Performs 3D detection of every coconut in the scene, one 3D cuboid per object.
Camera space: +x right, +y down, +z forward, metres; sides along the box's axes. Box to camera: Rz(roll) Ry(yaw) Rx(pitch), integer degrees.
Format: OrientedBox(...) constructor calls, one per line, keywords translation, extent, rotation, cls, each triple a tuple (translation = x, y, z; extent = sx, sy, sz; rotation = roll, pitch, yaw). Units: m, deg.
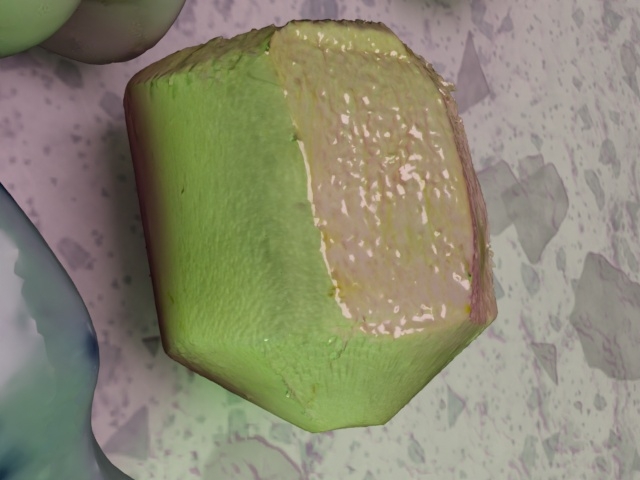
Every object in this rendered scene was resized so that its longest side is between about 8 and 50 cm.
OrientedBox(translation=(0.000, 0.000, 0.546), extent=(0.233, 0.233, 0.245), rotation=(-12, 89, -39), cls="coconut")

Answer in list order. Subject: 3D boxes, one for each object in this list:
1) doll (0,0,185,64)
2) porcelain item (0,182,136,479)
OrientedBox(translation=(-0.160, -0.170, 0.442), extent=(0.251, 0.221, 0.221), rotation=(53, 47, -60), cls="doll")
OrientedBox(translation=(-0.240, 0.043, 0.383), extent=(0.242, 0.178, 0.405), rotation=(-41, 104, -34), cls="porcelain item")
